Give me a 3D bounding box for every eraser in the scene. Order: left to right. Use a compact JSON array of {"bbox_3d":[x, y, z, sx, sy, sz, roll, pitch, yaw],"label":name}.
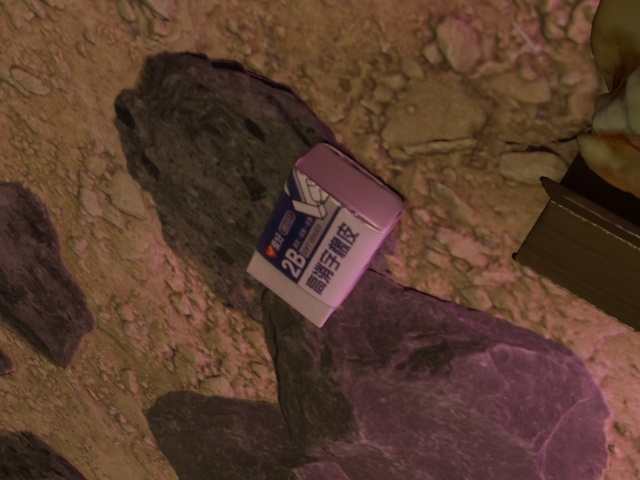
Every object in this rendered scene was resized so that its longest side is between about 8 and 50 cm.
[{"bbox_3d":[0.000,0.000,0.948,0.124,0.068,0.210,36,139,5],"label":"eraser"}]

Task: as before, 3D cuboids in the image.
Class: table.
[{"bbox_3d":[0.290,0.015,0.689,0.226,0.167,0.167,33,139,23],"label":"table"}]

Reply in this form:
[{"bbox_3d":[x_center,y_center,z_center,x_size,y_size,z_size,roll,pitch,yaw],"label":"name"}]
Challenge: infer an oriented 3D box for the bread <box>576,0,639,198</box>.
[{"bbox_3d":[0.314,-0.124,0.367,0.210,0.341,0.300,31,173,-42],"label":"bread"}]
